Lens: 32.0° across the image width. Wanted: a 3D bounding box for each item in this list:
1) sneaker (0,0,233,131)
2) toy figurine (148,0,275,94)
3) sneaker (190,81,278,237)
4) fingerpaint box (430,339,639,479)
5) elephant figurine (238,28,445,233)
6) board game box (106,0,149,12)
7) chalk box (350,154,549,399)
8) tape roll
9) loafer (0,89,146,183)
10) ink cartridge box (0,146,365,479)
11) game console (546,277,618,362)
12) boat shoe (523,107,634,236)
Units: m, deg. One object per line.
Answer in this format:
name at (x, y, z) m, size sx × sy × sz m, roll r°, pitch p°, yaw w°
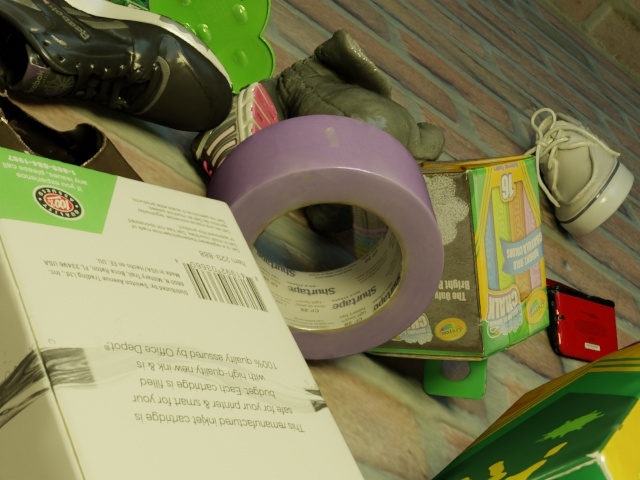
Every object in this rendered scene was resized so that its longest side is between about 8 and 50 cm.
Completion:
sneaker at (-0.210, -0.148, 0.945) m, size 0.283 × 0.107 × 0.124 m, roll 27°, pitch 40°, yaw -19°
toy figurine at (-0.109, -0.262, 1.257) m, size 0.173 × 0.130 × 0.159 m, roll 59°, pitch 9°, yaw -20°
sneaker at (-0.083, -0.066, 1.031) m, size 0.063 × 0.074 × 0.170 m, roll 42°, pitch 41°, yaw -48°
fingerpaint box at (0.239, 0.305, 0.676) m, size 0.445 × 0.163 × 0.371 m, roll 63°, pitch 25°, yaw 5°
elephant figurine at (-0.001, -0.132, 1.154) m, size 0.169 × 0.186 × 0.239 m, roll -13°, pitch 54°, yaw -36°
board game box at (-0.274, -0.340, 1.209) m, size 0.136 × 0.030 × 0.260 m, roll 22°, pitch 32°, yaw -42°
chalk box at (0.121, 0.036, 1.018) m, size 0.132 × 0.132 × 0.213 m, roll -15°, pitch 102°, yaw -52°
tape roll at (0.000, 0.000, 0.892) m, size 0.189 × 0.189 × 0.080 m, roll 31°, pitch 27°, yaw -25°
loafer at (-0.173, -0.040, 0.828) m, size 0.220 × 0.078 × 0.080 m, roll 24°, pitch 31°, yaw -35°
ink cartridge box at (-0.109, 0.100, 0.653) m, size 0.211 × 0.121 × 0.289 m, roll 15°, pitch 38°, yaw -46°
game console at (0.301, 0.095, 1.398) m, size 0.144 × 0.085 × 0.124 m, roll 15°, pitch 68°, yaw -45°
boat shoe at (0.377, -0.131, 1.723) m, size 0.156 × 0.136 × 0.367 m, roll 40°, pitch 22°, yaw -7°
